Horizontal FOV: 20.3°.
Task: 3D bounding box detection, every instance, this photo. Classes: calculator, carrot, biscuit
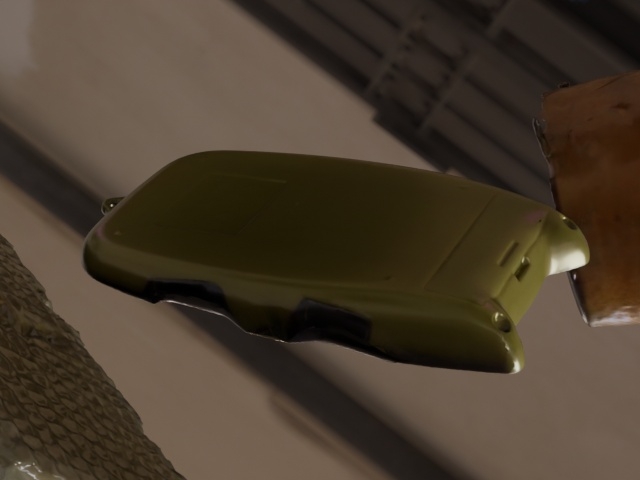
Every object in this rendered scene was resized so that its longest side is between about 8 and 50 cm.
[{"bbox_3d":[0.000,0.000,0.851,0.157,0.237,0.033,-50,145,-54],"label":"calculator"},{"bbox_3d":[0.344,-0.038,1.323,0.341,0.224,0.224,-8,-171,13],"label":"carrot"},{"bbox_3d":[-0.182,0.033,0.798,0.078,0.144,0.426,-52,-139,4],"label":"biscuit"}]
